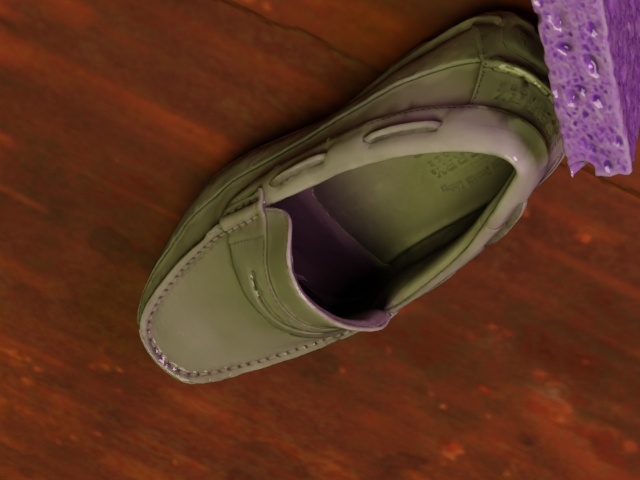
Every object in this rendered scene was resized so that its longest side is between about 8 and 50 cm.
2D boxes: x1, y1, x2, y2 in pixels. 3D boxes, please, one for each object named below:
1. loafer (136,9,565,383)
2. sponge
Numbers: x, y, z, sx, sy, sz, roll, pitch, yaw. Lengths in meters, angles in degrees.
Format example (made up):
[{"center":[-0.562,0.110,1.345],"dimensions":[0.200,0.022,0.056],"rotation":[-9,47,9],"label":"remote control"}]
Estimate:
[{"center":[0.000,0.000,0.744],"dimensions":[0.112,0.111,0.319],"rotation":[39,131,-14],"label":"loafer"},{"center":[0.108,-0.143,0.577],"dimensions":[0.031,0.117,0.210],"rotation":[0,129,24],"label":"sponge"}]
